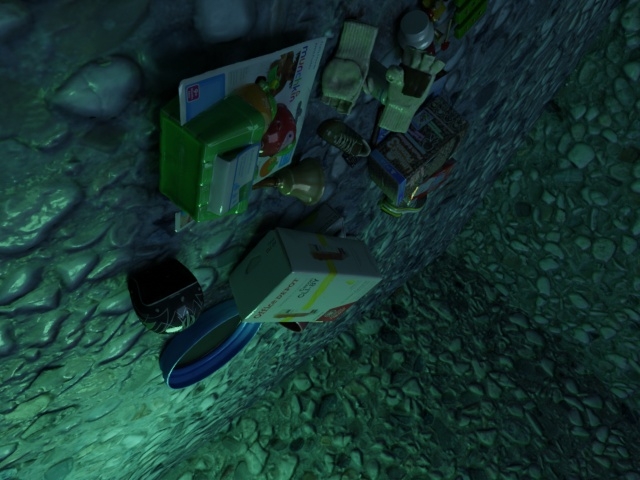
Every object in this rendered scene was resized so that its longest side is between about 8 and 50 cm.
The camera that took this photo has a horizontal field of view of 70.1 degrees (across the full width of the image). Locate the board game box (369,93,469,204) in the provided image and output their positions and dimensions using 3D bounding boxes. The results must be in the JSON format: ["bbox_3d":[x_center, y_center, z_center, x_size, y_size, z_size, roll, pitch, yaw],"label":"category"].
[{"bbox_3d":[0.313,-0.287,1.494,0.291,0.141,0.232,-41,167,-1],"label":"board game box"}]

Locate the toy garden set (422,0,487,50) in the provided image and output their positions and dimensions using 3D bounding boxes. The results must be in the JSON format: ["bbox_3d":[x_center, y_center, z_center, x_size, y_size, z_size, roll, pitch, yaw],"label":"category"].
[{"bbox_3d":[0.332,-0.588,1.138,0.203,0.049,0.244,-48,161,3],"label":"toy garden set"}]

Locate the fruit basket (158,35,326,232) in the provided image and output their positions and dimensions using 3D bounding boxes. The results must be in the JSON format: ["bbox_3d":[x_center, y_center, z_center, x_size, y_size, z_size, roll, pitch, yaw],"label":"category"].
[{"bbox_3d":[-0.126,-0.194,0.863,0.353,0.165,0.327,-32,157,-39],"label":"fruit basket"}]

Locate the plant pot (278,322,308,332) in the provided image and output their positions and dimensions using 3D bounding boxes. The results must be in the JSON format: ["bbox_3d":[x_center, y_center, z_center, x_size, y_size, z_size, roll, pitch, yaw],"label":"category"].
[{"bbox_3d":[-0.101,0.210,1.680,0.180,0.201,0.201,-53,165,-24],"label":"plant pot"}]

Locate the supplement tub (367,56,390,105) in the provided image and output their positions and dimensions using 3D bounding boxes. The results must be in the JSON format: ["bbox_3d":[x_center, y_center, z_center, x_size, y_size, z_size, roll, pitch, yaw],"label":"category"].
[{"bbox_3d":[0.139,-0.378,1.084,0.071,0.107,0.071,-37,159,-17],"label":"supplement tub"}]

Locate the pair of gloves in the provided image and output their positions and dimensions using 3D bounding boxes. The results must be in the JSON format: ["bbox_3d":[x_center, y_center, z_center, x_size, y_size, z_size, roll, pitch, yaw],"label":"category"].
[{"bbox_3d":[0.126,-0.349,1.003,0.042,0.240,0.204,-86,-162,-47],"label":"pair of gloves"}]

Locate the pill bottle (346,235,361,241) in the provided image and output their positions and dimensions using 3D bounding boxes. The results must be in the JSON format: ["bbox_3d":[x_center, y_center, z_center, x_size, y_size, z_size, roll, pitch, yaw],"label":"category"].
[{"bbox_3d":[0.133,0.014,1.900,0.065,0.065,0.116,-47,160,6],"label":"pill bottle"}]

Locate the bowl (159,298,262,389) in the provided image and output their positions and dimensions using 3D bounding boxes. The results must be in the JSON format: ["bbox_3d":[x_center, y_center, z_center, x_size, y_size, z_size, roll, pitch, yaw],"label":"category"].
[{"bbox_3d":[-0.374,0.350,1.570,0.391,0.077,0.391,-38,159,-18],"label":"bowl"}]

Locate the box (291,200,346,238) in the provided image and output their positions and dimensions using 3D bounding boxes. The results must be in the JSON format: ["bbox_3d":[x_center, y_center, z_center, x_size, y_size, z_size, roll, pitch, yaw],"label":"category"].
[{"bbox_3d":[0.000,0.000,1.586,0.169,0.087,0.290,-41,160,-9],"label":"box"}]

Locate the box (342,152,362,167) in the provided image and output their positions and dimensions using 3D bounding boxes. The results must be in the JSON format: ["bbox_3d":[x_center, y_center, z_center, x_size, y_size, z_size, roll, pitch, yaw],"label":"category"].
[{"bbox_3d":[0.103,-0.260,1.375,0.067,0.018,0.083,-47,160,6],"label":"box"}]

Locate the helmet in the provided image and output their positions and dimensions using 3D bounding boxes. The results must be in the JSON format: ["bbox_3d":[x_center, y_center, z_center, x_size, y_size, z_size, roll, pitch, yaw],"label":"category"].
[{"bbox_3d":[-0.355,0.140,1.070,0.169,0.161,0.169,-38,159,-18],"label":"helmet"}]

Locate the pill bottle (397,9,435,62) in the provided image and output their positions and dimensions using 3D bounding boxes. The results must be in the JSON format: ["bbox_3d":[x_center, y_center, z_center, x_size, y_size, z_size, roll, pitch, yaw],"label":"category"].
[{"bbox_3d":[0.233,-0.477,1.103,0.086,0.086,0.152,-45,159,2],"label":"pill bottle"}]

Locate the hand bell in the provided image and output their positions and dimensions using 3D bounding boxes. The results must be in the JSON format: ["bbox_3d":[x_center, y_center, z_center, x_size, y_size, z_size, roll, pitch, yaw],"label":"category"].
[{"bbox_3d":[-0.120,-0.142,1.103,0.242,0.126,0.126,-6,139,-40],"label":"hand bell"}]

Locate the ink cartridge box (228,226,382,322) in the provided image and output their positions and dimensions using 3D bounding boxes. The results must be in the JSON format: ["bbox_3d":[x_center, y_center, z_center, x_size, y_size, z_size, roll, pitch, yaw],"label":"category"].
[{"bbox_3d":[-0.044,0.122,1.418,0.385,0.160,0.279,9,137,-42],"label":"ink cartridge box"}]

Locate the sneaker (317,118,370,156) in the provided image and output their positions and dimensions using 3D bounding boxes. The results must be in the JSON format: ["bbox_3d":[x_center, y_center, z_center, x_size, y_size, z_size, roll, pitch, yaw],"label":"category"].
[{"bbox_3d":[0.074,-0.265,1.212,0.064,0.086,0.192,-52,158,20],"label":"sneaker"}]

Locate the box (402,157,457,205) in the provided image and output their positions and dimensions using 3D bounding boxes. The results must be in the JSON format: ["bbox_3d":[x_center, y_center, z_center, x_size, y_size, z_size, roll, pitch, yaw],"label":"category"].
[{"bbox_3d":[0.400,-0.260,1.793,0.257,0.122,0.128,-30,156,-34],"label":"box"}]

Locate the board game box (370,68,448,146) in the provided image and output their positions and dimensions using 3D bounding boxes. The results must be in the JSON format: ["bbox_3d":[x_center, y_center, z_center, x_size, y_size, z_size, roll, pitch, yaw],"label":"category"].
[{"bbox_3d":[0.272,-0.407,1.401,0.281,0.027,0.145,-36,157,-23],"label":"board game box"}]

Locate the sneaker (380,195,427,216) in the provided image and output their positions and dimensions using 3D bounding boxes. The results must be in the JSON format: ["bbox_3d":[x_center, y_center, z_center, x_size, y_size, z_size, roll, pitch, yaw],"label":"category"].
[{"bbox_3d":[0.375,-0.185,1.923,0.300,0.111,0.121,-24,147,-48],"label":"sneaker"}]
